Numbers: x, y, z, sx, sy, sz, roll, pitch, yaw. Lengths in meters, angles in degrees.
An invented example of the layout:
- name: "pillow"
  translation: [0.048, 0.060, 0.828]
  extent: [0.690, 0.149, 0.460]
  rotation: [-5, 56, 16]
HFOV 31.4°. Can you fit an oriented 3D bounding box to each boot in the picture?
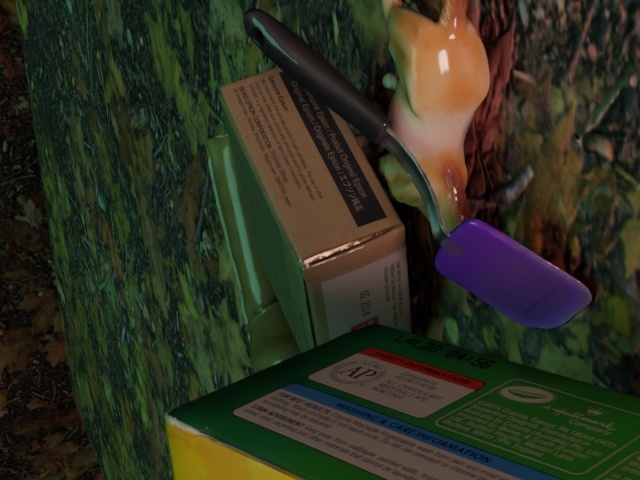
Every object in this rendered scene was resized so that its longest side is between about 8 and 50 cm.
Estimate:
- name: "boot"
  translation: [-0.059, 0.016, 1.159]
  extent: [0.236, 0.089, 0.270]
  rotation: [156, 101, -77]

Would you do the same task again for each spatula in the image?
- name: "spatula"
  translation: [0.052, -0.049, 0.752]
  extent: [0.296, 0.030, 0.084]
  rotation: [47, 153, 10]

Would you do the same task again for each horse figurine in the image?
- name: "horse figurine"
  translation: [0.072, -0.104, 0.792]
  extent: [0.174, 0.066, 0.263]
  rotation: [-118, 23, -46]

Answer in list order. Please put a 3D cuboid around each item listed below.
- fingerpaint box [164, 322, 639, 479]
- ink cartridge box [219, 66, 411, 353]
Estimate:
- name: "fingerpaint box"
  translation: [0.145, 0.270, 0.497]
  extent: [0.444, 0.163, 0.371]
  rotation: [12, 114, 47]
- name: "ink cartridge box"
  translation: [0.000, 0.000, 0.945]
  extent: [0.235, 0.088, 0.193]
  rotation: [82, 164, -55]
